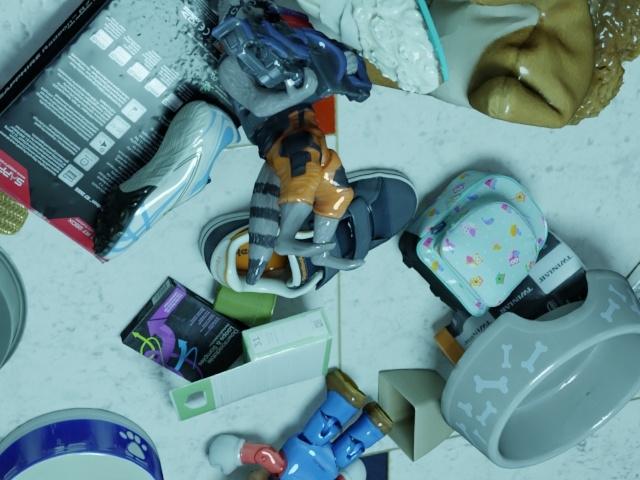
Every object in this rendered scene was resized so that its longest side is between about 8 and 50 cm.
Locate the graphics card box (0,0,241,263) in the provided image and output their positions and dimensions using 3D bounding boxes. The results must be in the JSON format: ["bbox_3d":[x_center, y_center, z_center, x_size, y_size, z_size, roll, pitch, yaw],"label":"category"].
[{"bbox_3d":[-0.230,-0.177,1.181,0.371,0.094,0.233,-45,121,8],"label":"graphics card box"}]

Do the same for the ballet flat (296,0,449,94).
[{"bbox_3d":[0.013,-0.336,1.085,0.147,0.147,0.409,-20,84,-7],"label":"ballet flat"}]

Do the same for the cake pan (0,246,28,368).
[{"bbox_3d":[-0.532,0.104,1.251,0.293,0.054,0.293,-7,118,-14],"label":"cake pan"}]

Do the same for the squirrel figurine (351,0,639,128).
[{"bbox_3d":[0.281,-0.339,1.204,0.397,0.281,0.370,4,105,-35],"label":"squirrel figurine"}]

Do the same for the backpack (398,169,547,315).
[{"bbox_3d":[0.230,-0.005,1.381,0.166,0.144,0.188,45,76,-16],"label":"backpack"}]

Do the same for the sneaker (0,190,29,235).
[{"bbox_3d":[-0.446,-0.064,1.192,0.185,0.084,0.070,37,75,-53],"label":"sneaker"}]

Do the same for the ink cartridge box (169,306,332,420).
[{"bbox_3d":[-0.102,0.180,1.376,0.235,0.056,0.171,-15,157,-10],"label":"ink cartridge box"}]

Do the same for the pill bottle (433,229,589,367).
[{"bbox_3d":[0.292,0.106,1.473,0.245,0.130,0.130,-40,121,4],"label":"pill bottle"}]

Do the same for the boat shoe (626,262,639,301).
[{"bbox_3d":[0.510,0.146,1.583,0.098,0.096,0.277,25,107,-29],"label":"boat shoe"}]

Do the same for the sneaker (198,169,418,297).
[{"bbox_3d":[0.000,0.000,1.330,0.321,0.127,0.126,-18,119,-10],"label":"sneaker"}]

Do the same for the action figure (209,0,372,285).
[{"bbox_3d":[-0.059,-0.131,1.054,0.178,0.330,0.341,-19,169,24],"label":"action figure"}]

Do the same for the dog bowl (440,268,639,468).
[{"bbox_3d":[0.352,0.204,1.433,0.348,0.102,0.349,-21,141,-18],"label":"dog bowl"}]

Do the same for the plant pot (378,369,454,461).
[{"bbox_3d":[0.161,0.267,1.534,0.096,0.109,0.109,-15,120,-25],"label":"plant pot"}]

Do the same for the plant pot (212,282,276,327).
[{"bbox_3d":[-0.109,0.082,1.369,0.079,0.083,0.083,15,111,-11],"label":"plant pot"}]

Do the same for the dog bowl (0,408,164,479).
[{"bbox_3d":[-0.361,0.385,1.421,0.264,0.104,0.265,-8,118,-14],"label":"dog bowl"}]

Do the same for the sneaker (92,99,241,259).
[{"bbox_3d":[-0.186,-0.062,1.157,0.237,0.085,0.086,-47,131,13],"label":"sneaker"}]

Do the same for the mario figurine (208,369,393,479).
[{"bbox_3d":[-0.046,0.348,1.517,0.320,0.198,0.170,-44,162,-1],"label":"mario figurine"}]

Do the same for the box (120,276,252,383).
[{"bbox_3d":[-0.189,0.139,1.394,0.162,0.029,0.116,35,102,-30],"label":"box"}]
